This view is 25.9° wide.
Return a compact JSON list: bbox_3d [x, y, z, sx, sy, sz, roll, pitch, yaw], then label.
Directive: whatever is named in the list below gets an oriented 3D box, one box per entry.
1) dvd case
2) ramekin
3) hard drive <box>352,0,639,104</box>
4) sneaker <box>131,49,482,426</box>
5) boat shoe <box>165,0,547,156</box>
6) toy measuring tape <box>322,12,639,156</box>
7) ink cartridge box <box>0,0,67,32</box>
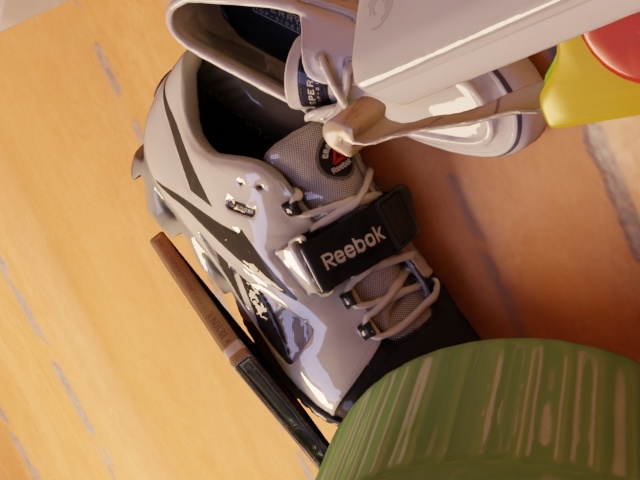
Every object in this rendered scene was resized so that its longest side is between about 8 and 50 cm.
[{"bbox_3d":[-0.047,0.093,1.010,0.164,0.018,0.221,54,176,-30],"label":"dvd case"},{"bbox_3d":[0.123,0.200,0.820,0.304,0.148,0.303,8,129,10],"label":"ramekin"},{"bbox_3d":[0.122,-0.188,0.566,0.307,0.040,0.203,-16,63,56],"label":"hard drive"},{"bbox_3d":[0.000,0.000,0.908,0.330,0.122,0.146,42,145,16],"label":"sneaker"},{"bbox_3d":[0.014,-0.103,0.840,0.258,0.084,0.095,24,135,36],"label":"boat shoe"},{"bbox_3d":[0.118,-0.117,0.666,0.330,0.121,0.121,-7,113,42],"label":"toy measuring tape"},{"bbox_3d":[-0.270,-0.307,0.962,0.309,0.130,0.272,47,146,11],"label":"ink cartridge box"}]
